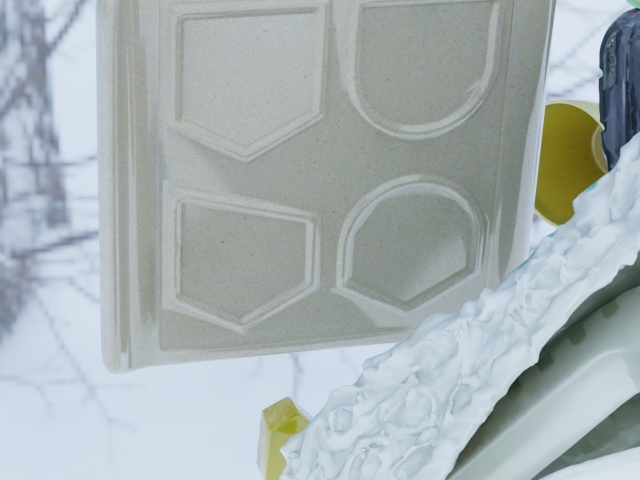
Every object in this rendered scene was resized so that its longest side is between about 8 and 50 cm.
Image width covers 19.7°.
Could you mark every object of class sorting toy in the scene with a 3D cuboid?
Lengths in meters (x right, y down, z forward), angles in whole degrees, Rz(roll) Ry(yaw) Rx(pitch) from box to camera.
[{"bbox_3d":[0.000,0.000,0.914,0.229,0.307,0.041,-7,30,-17],"label":"sorting toy"}]

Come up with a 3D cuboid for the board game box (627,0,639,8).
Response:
[{"bbox_3d":[0.264,-0.175,1.151,0.260,0.136,0.030,44,35,18],"label":"board game box"}]

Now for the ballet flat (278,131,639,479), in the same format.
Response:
[{"bbox_3d":[0.159,0.039,0.791,0.147,0.409,0.147,45,12,-13],"label":"ballet flat"}]

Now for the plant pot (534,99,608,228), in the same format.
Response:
[{"bbox_3d":[0.276,-0.084,1.868,0.095,0.134,0.134,-17,30,-42],"label":"plant pot"}]

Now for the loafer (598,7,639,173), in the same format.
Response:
[{"bbox_3d":[0.180,-0.003,0.886,0.078,0.223,0.076,-1,7,23],"label":"loafer"}]
